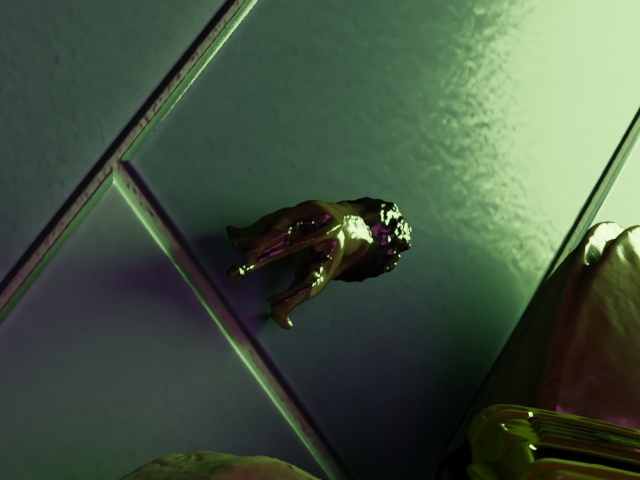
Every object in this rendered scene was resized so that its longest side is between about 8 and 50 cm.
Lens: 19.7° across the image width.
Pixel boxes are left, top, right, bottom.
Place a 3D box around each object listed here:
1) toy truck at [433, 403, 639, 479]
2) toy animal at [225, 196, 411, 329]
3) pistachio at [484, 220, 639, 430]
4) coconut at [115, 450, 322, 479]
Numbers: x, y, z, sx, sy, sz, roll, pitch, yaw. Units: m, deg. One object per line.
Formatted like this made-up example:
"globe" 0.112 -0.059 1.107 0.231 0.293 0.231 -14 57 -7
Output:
"toy truck" 0.123 0.304 0.996 0.181 0.254 0.405 14 91 -8
"toy animal" -0.015 0.009 1.043 0.069 0.086 0.220 61 20 3
"pistachio" 0.186 0.110 1.207 0.213 0.163 0.260 31 59 -66
"coconut" -0.048 0.234 0.893 0.259 0.259 0.259 4 85 -48
